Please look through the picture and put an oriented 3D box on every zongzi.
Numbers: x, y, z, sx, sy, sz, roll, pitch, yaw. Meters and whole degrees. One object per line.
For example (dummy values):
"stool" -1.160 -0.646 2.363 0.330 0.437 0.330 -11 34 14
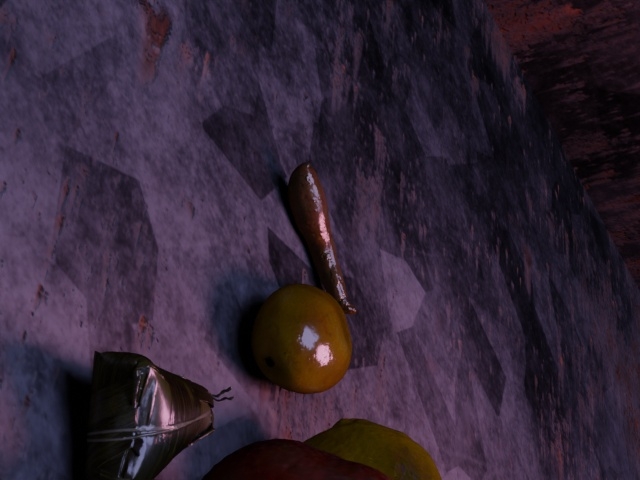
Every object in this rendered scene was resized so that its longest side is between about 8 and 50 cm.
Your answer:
"zongzi" -0.163 0.211 1.344 0.187 0.084 0.184 35 58 -61

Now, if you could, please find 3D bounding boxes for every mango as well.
"mango" -0.015 0.116 1.705 0.227 0.099 0.136 -28 98 -75

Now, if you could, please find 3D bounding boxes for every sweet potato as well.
"sweet potato" 0.000 0.000 1.868 0.050 0.050 0.214 -41 116 -65

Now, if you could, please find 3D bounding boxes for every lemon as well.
"lemon" 0.042 0.311 1.559 0.204 0.204 0.260 51 28 -41

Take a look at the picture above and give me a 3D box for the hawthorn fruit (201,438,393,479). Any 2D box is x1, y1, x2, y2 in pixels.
"hawthorn fruit" -0.038 0.338 1.300 0.307 0.265 0.265 -51 122 -43
